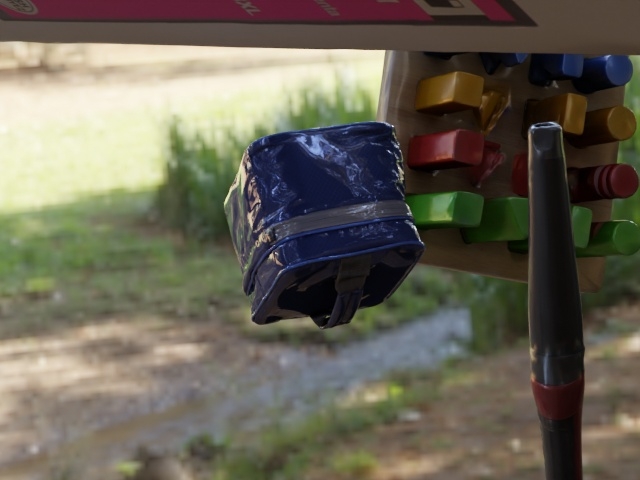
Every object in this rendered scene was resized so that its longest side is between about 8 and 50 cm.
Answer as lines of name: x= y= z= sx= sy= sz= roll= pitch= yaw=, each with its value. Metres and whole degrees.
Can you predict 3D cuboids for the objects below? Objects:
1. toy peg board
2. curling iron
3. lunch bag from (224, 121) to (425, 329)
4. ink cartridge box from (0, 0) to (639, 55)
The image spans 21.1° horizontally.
toy peg board: x=0.120 y=-0.059 z=0.998 sx=0.161 sy=0.160 sz=0.079 roll=10 pitch=-5 yaw=-25
curling iron: x=0.140 y=0.069 z=0.921 sx=0.068 sy=0.274 sz=0.035 roll=-15 pitch=13 yaw=-9
lunch bag: x=0.000 y=0.000 z=0.711 sx=0.067 sy=0.065 sz=0.098 roll=-8 pitch=-19 yaw=-13
ink cartridge box: x=0.033 y=-0.135 z=0.418 sx=0.371 sy=0.176 sz=0.069 roll=7 pitch=-22 yaw=46
